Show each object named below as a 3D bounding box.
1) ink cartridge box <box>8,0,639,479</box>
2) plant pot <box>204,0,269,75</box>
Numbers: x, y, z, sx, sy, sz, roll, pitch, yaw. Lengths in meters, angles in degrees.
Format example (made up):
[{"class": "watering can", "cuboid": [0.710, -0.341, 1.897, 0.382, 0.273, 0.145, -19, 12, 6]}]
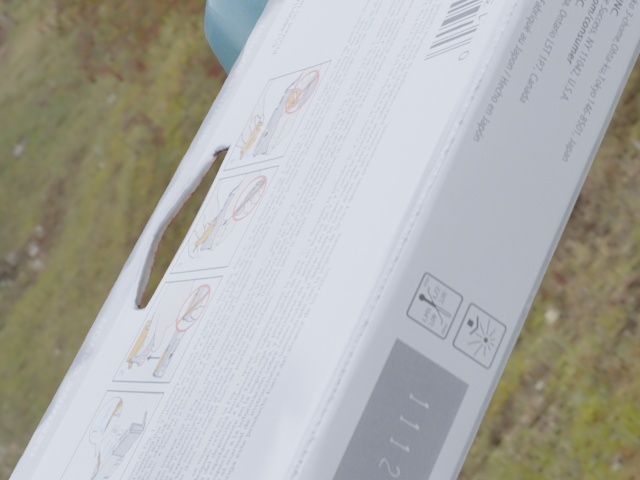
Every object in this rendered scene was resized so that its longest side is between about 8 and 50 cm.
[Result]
[{"class": "ink cartridge box", "cuboid": [0.000, 0.000, 0.657, 0.261, 0.066, 0.296, -11, 49, 61]}, {"class": "plant pot", "cuboid": [0.046, -0.147, 0.908, 0.290, 0.195, 0.290, 20, -90, -88]}]
